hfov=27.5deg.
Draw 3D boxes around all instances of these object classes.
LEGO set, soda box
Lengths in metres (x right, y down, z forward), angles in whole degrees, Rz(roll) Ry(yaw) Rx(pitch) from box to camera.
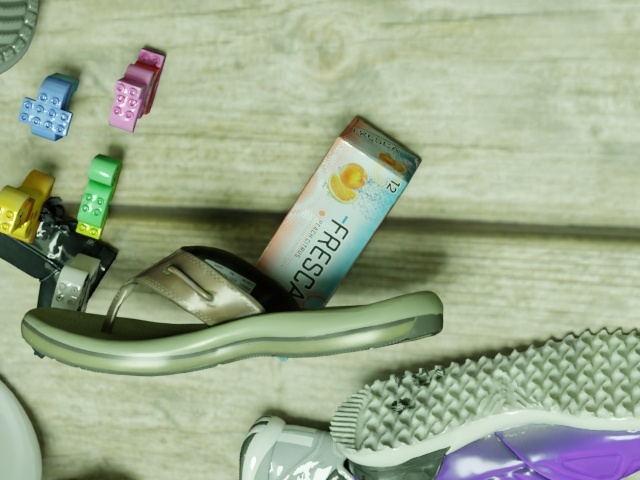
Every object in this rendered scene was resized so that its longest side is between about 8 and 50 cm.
[{"bbox_3d":[-0.196,-0.040,0.976,0.087,0.093,0.227,19,104,0],"label":"LEGO set"},{"bbox_3d":[0.000,0.000,0.983,0.063,0.058,0.183,34,116,1],"label":"soda box"}]

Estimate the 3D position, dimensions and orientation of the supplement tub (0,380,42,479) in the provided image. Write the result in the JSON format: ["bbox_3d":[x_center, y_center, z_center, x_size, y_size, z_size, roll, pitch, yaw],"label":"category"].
[{"bbox_3d":[-0.408,0.253,1.112,0.207,0.207,0.338,44,116,-4],"label":"supplement tub"}]

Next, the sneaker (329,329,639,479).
[{"bbox_3d":[0.166,0.162,0.983,0.293,0.102,0.146,-9,120,16],"label":"sneaker"}]

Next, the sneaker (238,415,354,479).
[{"bbox_3d":[0.002,0.258,1.067,0.132,0.086,0.228,4,110,12],"label":"sneaker"}]

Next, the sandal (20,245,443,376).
[{"bbox_3d":[-0.064,0.044,0.935,0.303,0.120,0.086,-6,92,11],"label":"sandal"}]

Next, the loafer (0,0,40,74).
[{"bbox_3d":[-0.282,-0.241,0.965,0.087,0.094,0.251,-7,100,44],"label":"loafer"}]

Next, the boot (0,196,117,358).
[{"bbox_3d":[-0.232,0.024,1.065,0.099,0.045,0.121,34,108,-2],"label":"boot"}]
